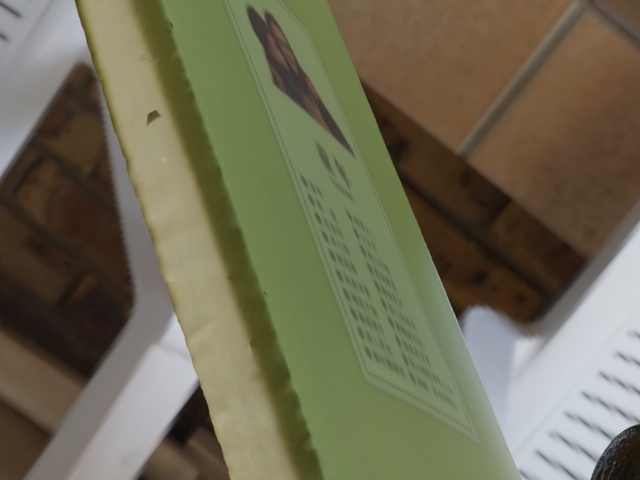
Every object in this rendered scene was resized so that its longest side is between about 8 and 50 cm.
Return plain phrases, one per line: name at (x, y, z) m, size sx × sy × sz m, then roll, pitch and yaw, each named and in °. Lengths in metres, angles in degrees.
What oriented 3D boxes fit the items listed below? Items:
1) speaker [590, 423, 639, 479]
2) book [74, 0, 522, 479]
speaker at (0.171, 0.108, 0.763) m, size 0.075 × 0.094 × 0.060 m, roll 26°, pitch 30°, yaw -18°
book at (0.000, 0.000, 0.606) m, size 0.239 × 0.035 × 0.352 m, roll 33°, pitch 32°, yaw -60°
